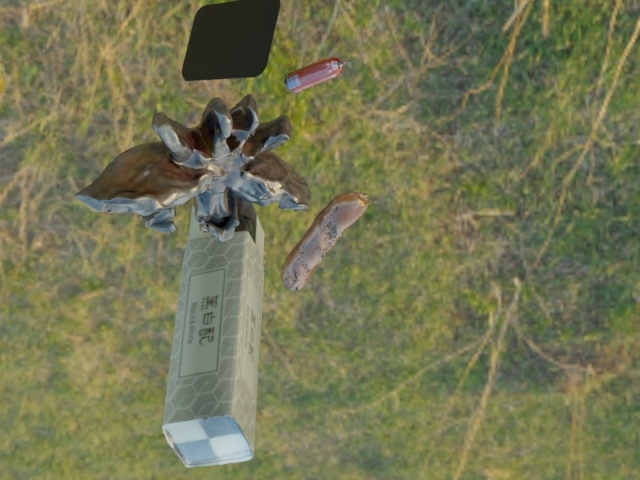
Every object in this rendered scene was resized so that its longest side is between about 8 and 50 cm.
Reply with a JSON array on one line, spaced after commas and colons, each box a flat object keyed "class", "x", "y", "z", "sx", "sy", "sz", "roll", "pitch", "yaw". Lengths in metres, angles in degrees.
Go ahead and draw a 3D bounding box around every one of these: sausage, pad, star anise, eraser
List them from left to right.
[{"class": "star anise", "x": -0.114, "y": -0.067, "z": 1.068, "sx": 0.198, "sy": 0.111, "sz": 0.257, "roll": -37, "pitch": 150, "yaw": 15}, {"class": "eraser", "x": -0.135, "y": 0.106, "z": 1.317, "sx": 0.098, "sy": 0.404, "sz": 0.096, "roll": -11, "pitch": 134, "yaw": 9}, {"class": "pad", "x": -0.147, "y": -0.465, "z": 1.936, "sx": 0.250, "sy": 0.323, "sz": 0.055, "roll": 6, "pitch": 152, "yaw": 42}, {"class": "sausage", "x": -0.005, "y": -0.333, "z": 1.922, "sx": 0.145, "sy": 0.050, "sz": 0.048, "roll": -16, "pitch": 111, "yaw": 39}, {"class": "sausage", "x": 0.000, "y": 0.000, "z": 1.022, "sx": 0.036, "sy": 0.042, "sz": 0.158, "roll": 47, "pitch": 132, "yaw": 9}]

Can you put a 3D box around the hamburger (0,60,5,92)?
[{"class": "hamburger", "x": -0.757, "y": -0.374, "z": 1.944, "sx": 0.244, "sy": 0.163, "sz": 0.244, "roll": -1, "pitch": -177, "yaw": 0}]
